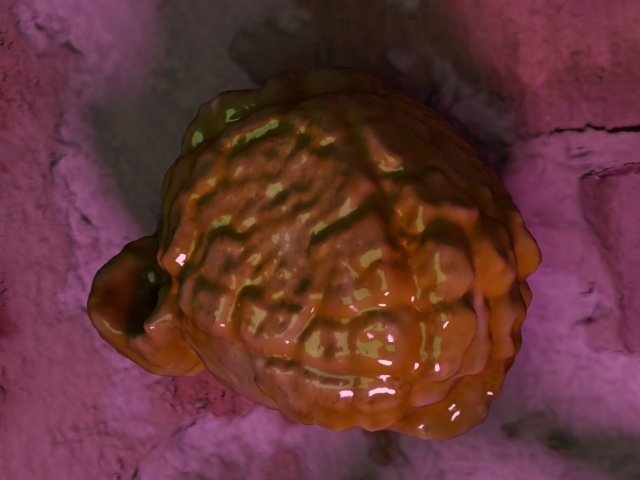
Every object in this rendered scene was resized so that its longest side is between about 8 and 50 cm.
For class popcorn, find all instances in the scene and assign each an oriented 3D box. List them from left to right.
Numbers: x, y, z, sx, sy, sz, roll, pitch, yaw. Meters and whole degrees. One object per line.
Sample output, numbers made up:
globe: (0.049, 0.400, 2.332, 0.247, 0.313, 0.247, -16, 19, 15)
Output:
popcorn: (0.000, 0.000, 1.205, 0.286, 0.174, 0.225, 14, 91, 27)
